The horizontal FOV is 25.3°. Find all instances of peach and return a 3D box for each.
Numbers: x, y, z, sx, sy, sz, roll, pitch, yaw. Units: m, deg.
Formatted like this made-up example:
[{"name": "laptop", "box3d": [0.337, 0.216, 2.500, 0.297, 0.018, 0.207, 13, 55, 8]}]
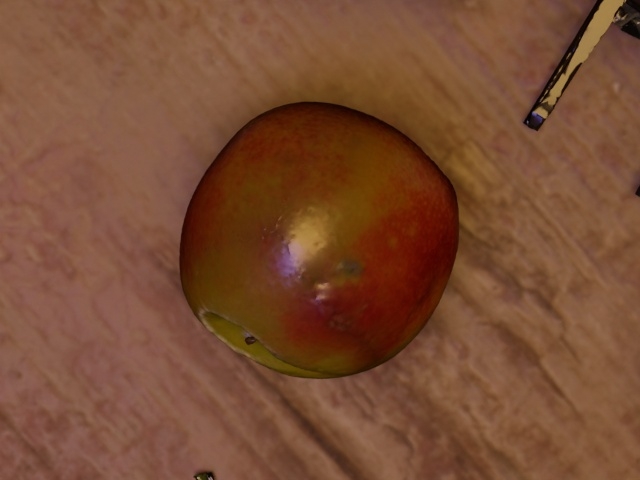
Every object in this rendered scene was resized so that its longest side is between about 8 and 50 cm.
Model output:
[{"name": "peach", "box3d": [0.000, 0.000, 1.186, 0.231, 0.231, 0.231, 0, 96, 0]}]

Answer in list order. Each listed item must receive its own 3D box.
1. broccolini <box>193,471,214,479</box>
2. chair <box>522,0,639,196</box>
[{"name": "broccolini", "box3d": [-0.085, 0.319, 1.312, 0.044, 0.042, 0.218, -17, 89, 3]}, {"name": "chair", "box3d": [0.311, -0.198, 1.182, 0.160, 0.186, 0.319, 32, 97, 3]}]
